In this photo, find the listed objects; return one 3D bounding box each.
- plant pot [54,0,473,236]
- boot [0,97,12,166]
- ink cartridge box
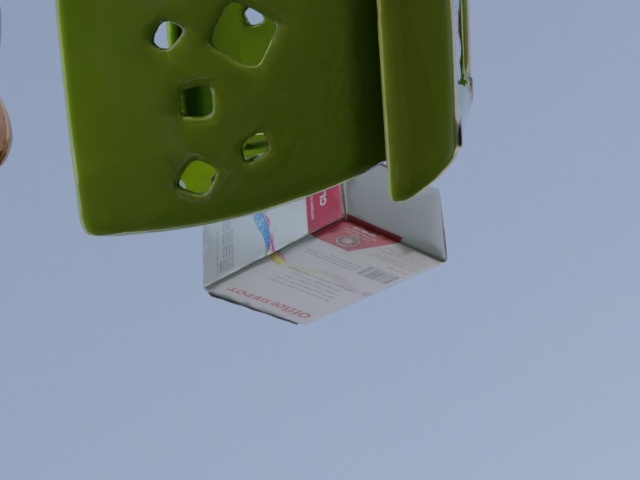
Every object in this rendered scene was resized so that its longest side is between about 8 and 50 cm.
[{"bbox_3d":[-0.019,-0.137,0.802,0.207,0.227,0.228,-1,-74,10],"label":"plant pot"},{"bbox_3d":[-0.391,-0.100,1.268,0.104,0.295,0.211,-31,-45,20],"label":"boot"},{"bbox_3d":[0.000,0.000,1.193,0.175,0.072,0.127,-26,-34,38],"label":"ink cartridge box"}]
